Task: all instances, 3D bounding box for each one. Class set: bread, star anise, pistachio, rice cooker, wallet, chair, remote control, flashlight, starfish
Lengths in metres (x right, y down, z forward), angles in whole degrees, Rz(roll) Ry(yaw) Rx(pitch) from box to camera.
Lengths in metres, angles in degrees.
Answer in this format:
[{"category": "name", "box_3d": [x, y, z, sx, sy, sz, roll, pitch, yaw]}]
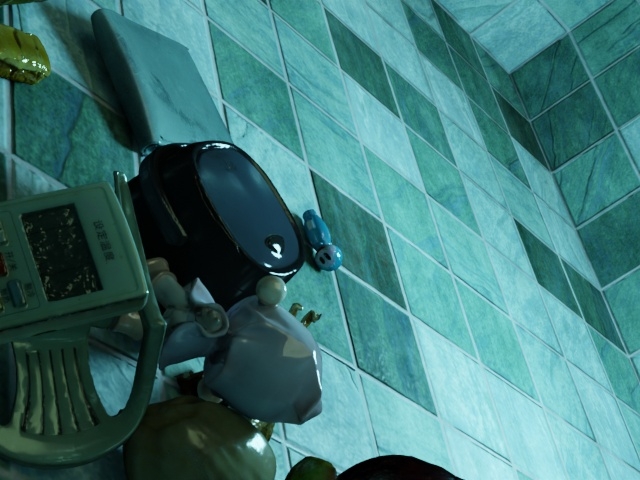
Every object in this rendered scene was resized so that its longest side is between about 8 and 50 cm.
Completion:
[{"category": "bread", "box_3d": [-0.434, -0.261, 1.778, 0.132, 0.053, 0.074, 17, 43, -54]}, {"category": "star anise", "box_3d": [-0.127, 0.187, 1.747, 0.191, 0.097, 0.070, -50, 125, -72]}, {"category": "pistachio", "box_3d": [-0.142, 0.266, 1.535, 0.137, 0.153, 0.238, 25, 0, 38]}, {"category": "rice cooker", "box_3d": [-0.172, 0.005, 1.712, 0.267, 0.224, 0.267, 42, 28, -28]}, {"category": "wallet", "box_3d": [-0.255, -0.240, 2.112, 0.290, 0.054, 0.251, 12, 51, -66]}, {"category": "chair", "box_3d": [-0.291, 0.082, 1.409, 0.203, 0.191, 0.275, 0, 45, -23]}, {"category": "remote control", "box_3d": [-0.351, 0.039, 1.273, 0.343, 0.050, 0.145, -14, 69, -25]}, {"category": "flashlight", "box_3d": [0.000, 0.000, 2.298, 0.051, 0.051, 0.129, 29, 28, -47]}, {"category": "starfish", "box_3d": [-0.062, 0.186, 1.731, 0.048, 0.231, 0.295, 19, 7, 9]}]

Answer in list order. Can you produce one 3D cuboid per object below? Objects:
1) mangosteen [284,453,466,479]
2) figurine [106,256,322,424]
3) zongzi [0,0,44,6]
[{"category": "mangosteen", "box_3d": [0.081, 0.412, 1.605, 0.311, 0.311, 0.311, 43, 25, -26]}, {"category": "figurine", "box_3d": [-0.115, 0.124, 1.547, 0.275, 0.200, 0.133, 28, 24, -6]}, {"category": "zongzi", "box_3d": [-0.378, -0.419, 1.919, 0.094, 0.204, 0.204, 67, 19, 1]}]
